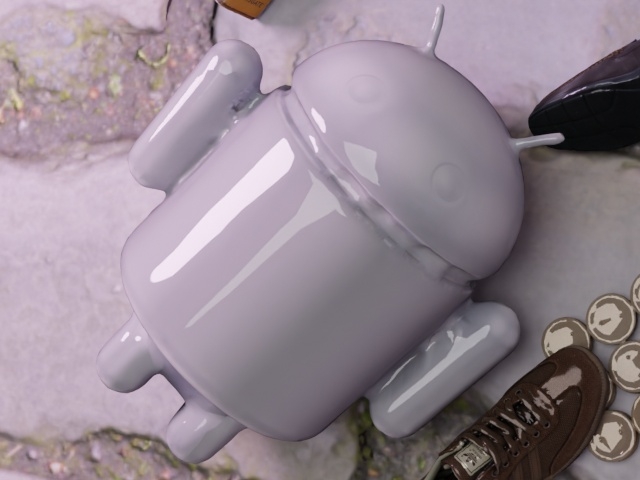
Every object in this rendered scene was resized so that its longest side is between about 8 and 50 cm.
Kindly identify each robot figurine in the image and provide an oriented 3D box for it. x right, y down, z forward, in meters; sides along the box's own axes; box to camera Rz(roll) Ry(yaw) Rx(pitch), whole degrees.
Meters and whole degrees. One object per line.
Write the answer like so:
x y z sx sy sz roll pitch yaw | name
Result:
0.000 0.000 1.245 0.353 0.200 0.300 -43 96 16 | robot figurine

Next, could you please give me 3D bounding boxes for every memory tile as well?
0.235 0.079 1.230 0.148 0.012 0.113 -31 73 19 | memory tile

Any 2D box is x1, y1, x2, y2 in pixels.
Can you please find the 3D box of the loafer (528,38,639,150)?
0.225 -0.112 1.238 0.170 0.062 0.061 -18 38 30 | loafer

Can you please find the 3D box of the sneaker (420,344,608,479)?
0.126 0.151 1.233 0.066 0.071 0.188 46 110 23 | sneaker

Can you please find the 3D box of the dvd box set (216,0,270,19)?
-0.005 -0.424 1.369 0.420 0.062 0.307 -43 70 16 | dvd box set
